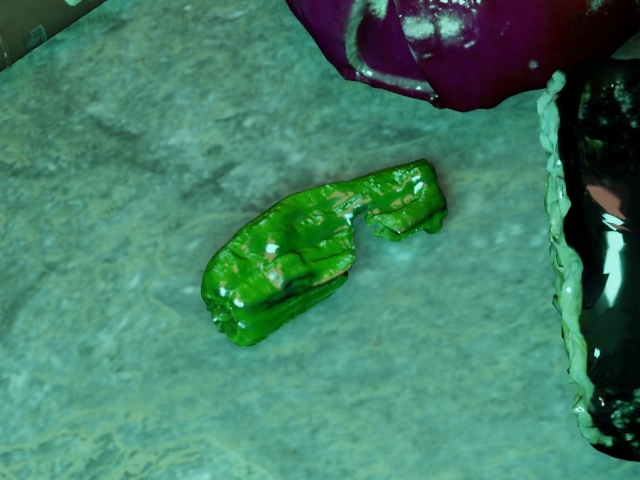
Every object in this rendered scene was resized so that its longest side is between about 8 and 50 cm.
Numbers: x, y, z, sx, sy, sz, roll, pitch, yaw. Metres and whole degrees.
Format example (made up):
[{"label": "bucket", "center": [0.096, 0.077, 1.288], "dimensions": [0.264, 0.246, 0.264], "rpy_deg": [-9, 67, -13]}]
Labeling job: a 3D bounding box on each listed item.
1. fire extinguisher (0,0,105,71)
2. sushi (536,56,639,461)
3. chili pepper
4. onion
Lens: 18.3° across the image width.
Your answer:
[{"label": "fire extinguisher", "center": [-0.277, -0.224, 1.897], "dimensions": [0.344, 0.102, 0.138], "rpy_deg": [-37, 65, -17]}, {"label": "sushi", "center": [0.325, 0.000, 1.600], "dimensions": [0.285, 0.329, 0.328], "rpy_deg": [-6, 54, 7]}, {"label": "chili pepper", "center": [0.001, 0.001, 1.759], "dimensions": [0.253, 0.083, 0.099], "rpy_deg": [-31, 63, -19]}, {"label": "onion", "center": [0.126, -0.355, 1.769], "dimensions": [0.398, 0.420, 0.398], "rpy_deg": [-7, 52, 9]}]
